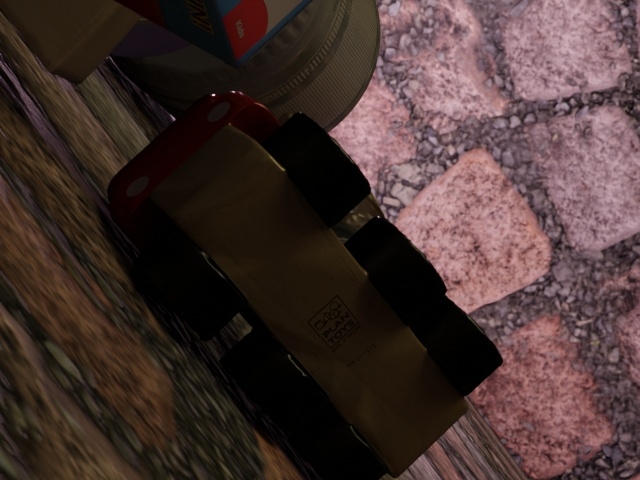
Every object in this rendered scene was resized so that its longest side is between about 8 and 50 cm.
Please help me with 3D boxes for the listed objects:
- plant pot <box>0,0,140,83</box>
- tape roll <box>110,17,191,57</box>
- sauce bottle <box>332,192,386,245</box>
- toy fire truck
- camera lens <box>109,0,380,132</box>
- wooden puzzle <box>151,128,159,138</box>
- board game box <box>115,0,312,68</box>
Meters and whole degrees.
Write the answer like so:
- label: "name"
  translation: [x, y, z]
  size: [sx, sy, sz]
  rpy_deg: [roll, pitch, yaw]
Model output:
- label: "plant pot"
  translation: [-0.160, -0.177, 1.271]
  size: [0.109, 0.096, 0.109]
  rpy_deg: [53, 3, 2]
- label: "tape roll"
  translation: [-0.134, -0.236, 1.461]
  size: [0.189, 0.189, 0.080]
  rpy_deg: [50, 4, -43]
- label: "sauce bottle"
  translation: [0.000, 0.000, 1.582]
  size: [0.111, 0.111, 0.344]
  rpy_deg: [53, 4, -9]
- label: "toy fire truck"
  translation: [-0.024, -0.006, 1.114]
  size: [0.217, 0.158, 0.246]
  rpy_deg: [51, -8, -32]
- label: "camera lens"
  translation: [-0.072, -0.203, 1.707]
  size: [0.219, 0.219, 0.274]
  rpy_deg: [54, 3, 15]
- label: "wooden puzzle"
  translation: [-0.107, -0.054, 1.526]
  size: [0.083, 0.006, 0.049]
  rpy_deg: [52, 3, -19]
- label: "board game box"
  translation: [-0.153, -0.275, 1.021]
  size: [0.302, 0.086, 0.308]
  rpy_deg: [31, -25, 33]
